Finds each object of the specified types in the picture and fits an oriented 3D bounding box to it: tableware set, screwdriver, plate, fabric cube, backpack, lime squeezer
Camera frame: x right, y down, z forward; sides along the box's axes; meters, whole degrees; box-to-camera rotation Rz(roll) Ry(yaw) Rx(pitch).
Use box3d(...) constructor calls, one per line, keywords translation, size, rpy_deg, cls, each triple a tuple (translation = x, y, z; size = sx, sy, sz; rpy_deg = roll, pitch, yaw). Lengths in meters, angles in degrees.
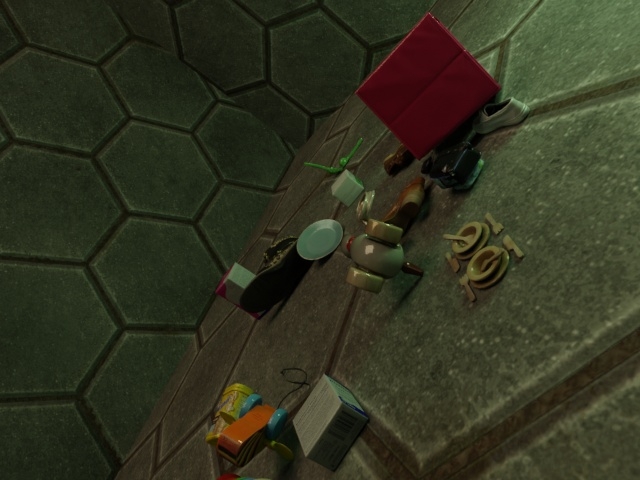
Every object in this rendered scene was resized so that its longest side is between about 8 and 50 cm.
box3d(translation=(0.295, 0.018, 0.873), size=(0.128, 0.039, 0.194), rpy_deg=(-49, 16, 20), cls="tableware set")
box3d(translation=(0.336, -0.258, 1.373), size=(0.025, 0.024, 0.170), rpy_deg=(5, 49, 38), cls="screwdriver")
box3d(translation=(0.000, 0.000, 1.694), size=(0.188, 0.024, 0.188), rpy_deg=(-17, 46, 19), cls="plate")
box3d(translation=(0.296, -0.411, 1.239), size=(0.258, 0.259, 0.254), rpy_deg=(-43, 1, 27), cls="fabric cube")
box3d(translation=(0.323, -0.170, 1.097), size=(0.105, 0.084, 0.114), rpy_deg=(-59, 20, -12), cls="backpack")
box3d(translation=(0.082, -0.395, 2.267), size=(0.310, 0.110, 0.059), rpy_deg=(-24, 0, 0), cls="lime squeezer")

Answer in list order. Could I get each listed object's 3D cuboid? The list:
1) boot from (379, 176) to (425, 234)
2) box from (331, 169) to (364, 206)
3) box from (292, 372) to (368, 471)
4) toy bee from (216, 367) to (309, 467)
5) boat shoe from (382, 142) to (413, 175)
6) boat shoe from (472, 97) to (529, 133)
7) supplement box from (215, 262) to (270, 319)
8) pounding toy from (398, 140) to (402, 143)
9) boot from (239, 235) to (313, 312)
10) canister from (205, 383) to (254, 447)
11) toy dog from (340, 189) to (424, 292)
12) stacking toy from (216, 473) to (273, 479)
box3d(translation=(0.221, -0.081, 1.267), size=(0.197, 0.073, 0.152), rpy_deg=(-44, 11, 38), cls="boot")
box3d(translation=(0.105, -0.208, 1.811), size=(0.102, 0.087, 0.101), rpy_deg=(-50, 16, 18), cls="box")
box3d(translation=(0.016, 0.362, 0.924), size=(0.126, 0.072, 0.137), rpy_deg=(-56, 16, -1), cls="box")
box3d(translation=(-0.126, 0.448, 1.075), size=(0.195, 0.298, 0.162), rpy_deg=(30, 116, 41), cls="toy bee")
box3d(translation=(0.276, -0.275, 1.519), size=(0.178, 0.064, 0.060), rpy_deg=(-36, 55, 52), cls="boat shoe")
box3d(translation=(0.424, -0.308, 1.122), size=(0.066, 0.063, 0.184), rpy_deg=(-55, 16, 0), cls="boat shoe")
box3d(translation=(-0.307, 0.212, 1.911), size=(0.111, 0.220, 0.114), rpy_deg=(-45, 19, 32), cls="supplement box")
box3d(translation=(0.281, -0.464, 1.700), size=(0.155, 0.154, 0.269), rpy_deg=(-55, 15, 0), cls="pounding toy")
box3d(translation=(-0.183, 0.119, 1.864), size=(0.377, 0.138, 0.284), rpy_deg=(-48, 15, -6), cls="boot")
box3d(translation=(-0.283, 0.547, 1.427), size=(0.126, 0.073, 0.170), rpy_deg=(-39, 23, 45), cls="canister")
box3d(translation=(0.148, 0.032, 1.116), size=(0.334, 0.161, 0.220), rpy_deg=(-83, 16, -66), cls="toy dog")
box3d(translation=(-0.171, 0.568, 0.975), size=(0.141, 0.141, 0.330), rpy_deg=(-64, 12, -29), cls="stacking toy")
